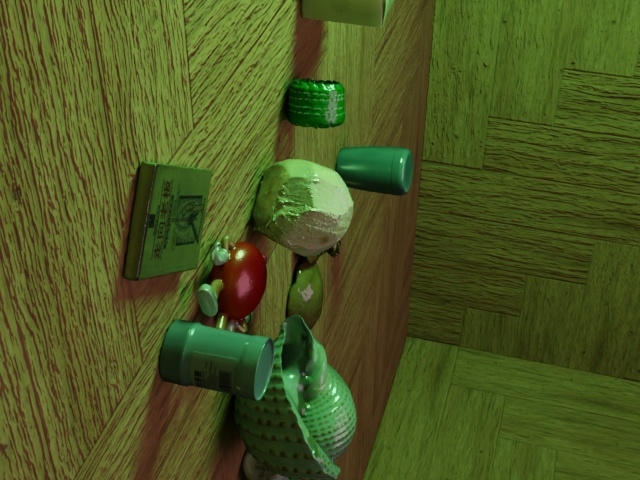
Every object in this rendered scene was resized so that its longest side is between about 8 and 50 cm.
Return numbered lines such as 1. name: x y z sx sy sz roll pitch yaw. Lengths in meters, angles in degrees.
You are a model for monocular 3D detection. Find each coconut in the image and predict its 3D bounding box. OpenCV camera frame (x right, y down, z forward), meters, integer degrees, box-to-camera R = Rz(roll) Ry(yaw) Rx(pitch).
1. coconut: -0.027 -0.063 1.883 0.194 0.194 0.194 10 90 -78

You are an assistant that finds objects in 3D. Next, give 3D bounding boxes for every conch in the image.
1. conch: -0.067 0.329 1.960 0.319 0.215 0.303 63 18 -15

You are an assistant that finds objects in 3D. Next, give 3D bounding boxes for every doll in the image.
1. doll: -0.149 0.075 1.656 0.217 0.085 0.183 -62 150 -48

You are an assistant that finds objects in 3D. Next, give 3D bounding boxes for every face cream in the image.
1. face cream: -0.109 0.557 2.217 0.311 0.092 0.092 82 22 -53

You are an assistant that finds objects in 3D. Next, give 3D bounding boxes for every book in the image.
1. book: -0.212 -0.031 1.416 0.231 0.026 0.161 -10 110 -77

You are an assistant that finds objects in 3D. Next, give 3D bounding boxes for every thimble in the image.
1. thimble: -0.008 -0.269 1.948 0.130 0.118 0.090 -130 -139 -70

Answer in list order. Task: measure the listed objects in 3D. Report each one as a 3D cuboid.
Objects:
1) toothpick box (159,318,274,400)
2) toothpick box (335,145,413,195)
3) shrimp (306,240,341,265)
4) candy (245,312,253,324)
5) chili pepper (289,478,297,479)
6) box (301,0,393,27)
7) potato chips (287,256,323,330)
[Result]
1. toothpick box: -0.159 0.185 1.535 0.101 0.153 0.101 11 90 -78
2. toothpick box: 0.133 -0.180 2.505 0.120 0.184 0.120 7 90 -74
3. shrimp: 0.000 0.000 2.304 0.287 0.063 0.152 66 33 -60
4. candy: -0.141 0.104 1.814 0.202 0.061 0.061 -71 168 -69
5. chili pepper: -0.071 0.562 2.495 0.073 0.050 0.182 -51 147 -53
6. box: 0.069 -0.519 1.960 0.095 0.168 0.212 90 15 -45
7. potato chips: -0.026 0.136 2.329 0.195 0.062 0.208 -60 155 -63
